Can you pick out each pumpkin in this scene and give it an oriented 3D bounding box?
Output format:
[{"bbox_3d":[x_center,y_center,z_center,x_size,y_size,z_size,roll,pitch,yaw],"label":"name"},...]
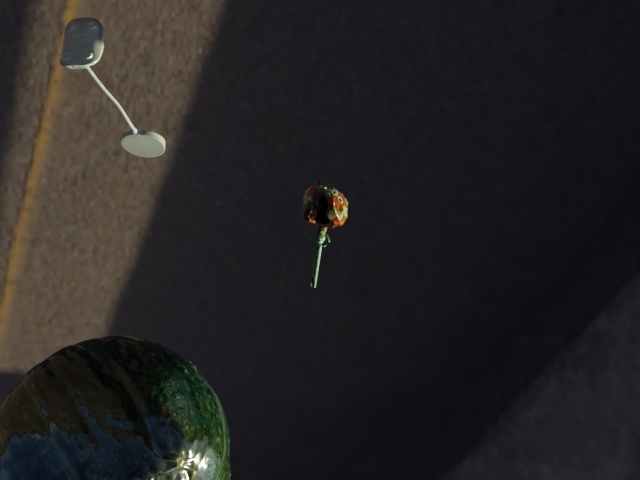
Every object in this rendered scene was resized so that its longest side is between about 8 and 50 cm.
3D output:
[{"bbox_3d":[-0.257,0.241,1.674,0.293,0.263,0.197,-23,148,-18],"label":"pumpkin"}]

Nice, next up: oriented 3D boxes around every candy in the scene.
[{"bbox_3d":[0.000,0.000,1.613,0.049,0.055,0.184,-37,154,-28],"label":"candy"}]

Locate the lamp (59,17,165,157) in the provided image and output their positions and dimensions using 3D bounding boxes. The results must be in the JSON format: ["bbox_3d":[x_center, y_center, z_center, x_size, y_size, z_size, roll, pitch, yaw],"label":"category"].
[{"bbox_3d":[-0.218,-0.157,1.491,0.050,0.056,0.198,-5,149,17],"label":"lamp"}]
